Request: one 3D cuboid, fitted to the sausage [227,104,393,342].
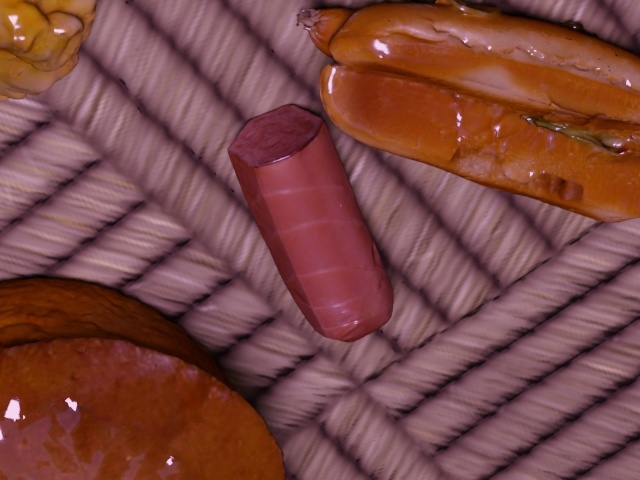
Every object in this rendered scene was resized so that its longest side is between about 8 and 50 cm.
[{"bbox_3d":[-0.001,0.000,1.187,0.065,0.065,0.169,-19,124,7],"label":"sausage"}]

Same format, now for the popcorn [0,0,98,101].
[{"bbox_3d":[-0.207,-0.136,1.027,0.180,0.180,0.170,11,95,-13],"label":"popcorn"}]

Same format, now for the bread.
[{"bbox_3d":[-0.177,0.163,1.219,0.312,0.172,0.312,-5,124,-8],"label":"bread"}]

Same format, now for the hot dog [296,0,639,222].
[{"bbox_3d":[0.111,-0.083,1.133,0.269,0.072,0.109,17,119,-19],"label":"hot dog"}]
